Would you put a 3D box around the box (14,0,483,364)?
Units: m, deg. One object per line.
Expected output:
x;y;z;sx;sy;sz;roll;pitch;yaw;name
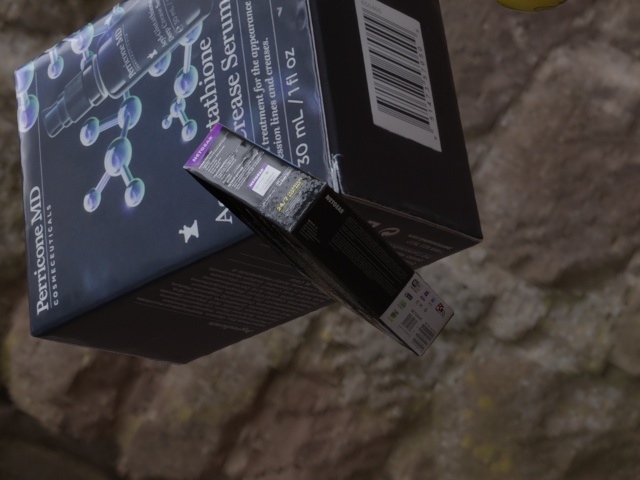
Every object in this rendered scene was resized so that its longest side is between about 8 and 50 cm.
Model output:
-0.082;-0.086;1.361;0.395;0.212;0.293;-25;63;35;box

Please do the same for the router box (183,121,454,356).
0.000;0.000;1.018;0.046;0.179;0.133;-52;44;-6;router box

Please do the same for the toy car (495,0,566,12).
0.072;-0.259;0.747;0.053;0.239;0.225;-23;-28;-33;toy car
